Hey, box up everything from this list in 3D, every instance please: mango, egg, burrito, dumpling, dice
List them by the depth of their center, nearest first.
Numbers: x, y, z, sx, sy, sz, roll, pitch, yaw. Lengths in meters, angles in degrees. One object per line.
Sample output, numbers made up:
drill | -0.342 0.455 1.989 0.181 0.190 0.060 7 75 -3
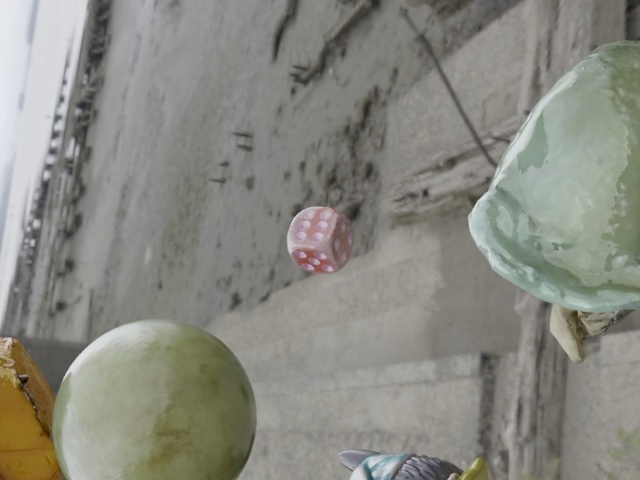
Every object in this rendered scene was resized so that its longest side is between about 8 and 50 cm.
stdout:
dumpling | 0.274 -0.070 0.841 0.320 0.212 0.270 -57 27 -8
egg | -0.186 0.202 1.011 0.295 0.218 0.218 136 139 -68
mango | -0.368 0.230 1.049 0.126 0.154 0.252 -114 19 -66
dice | 0.000 0.000 1.623 0.091 0.094 0.093 62 -142 -48
burrito | 0.493 0.101 1.632 0.190 0.135 0.332 -55 -17 -13

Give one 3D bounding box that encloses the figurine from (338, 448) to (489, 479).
figurine | 0.132 0.575 1.823 0.377 0.361 0.266 -1 94 32
